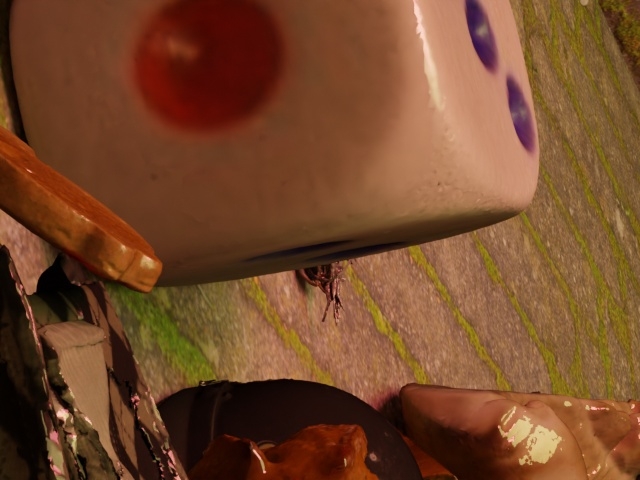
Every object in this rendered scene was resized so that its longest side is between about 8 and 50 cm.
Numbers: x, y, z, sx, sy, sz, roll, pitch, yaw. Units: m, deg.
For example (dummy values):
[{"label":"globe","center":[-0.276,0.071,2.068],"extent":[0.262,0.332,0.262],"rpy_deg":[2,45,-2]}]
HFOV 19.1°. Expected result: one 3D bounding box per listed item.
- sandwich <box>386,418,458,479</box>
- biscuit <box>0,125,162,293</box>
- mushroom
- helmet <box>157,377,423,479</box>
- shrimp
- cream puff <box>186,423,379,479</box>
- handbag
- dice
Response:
[{"label":"sandwich","center":[0.085,0.219,1.717],"extent":[0.187,0.144,0.117],"rpy_deg":[-64,139,-61]},{"label":"biscuit","center":[-0.186,-0.038,1.106],"extent":[0.225,0.036,0.166],"rpy_deg":[36,2,2]},{"label":"mushroom","center":[0.198,0.289,1.946],"extent":[0.397,0.224,0.313],"rpy_deg":[21,71,-58]},{"label":"helmet","center":[-0.006,0.206,1.448],"extent":[0.279,0.160,0.230],"rpy_deg":[41,41,-59]},{"label":"shrimp","center":[0.000,0.000,1.770],"extent":[0.065,0.057,0.165],"rpy_deg":[69,3,-68]},{"label":"cream puff","center":[-0.017,0.247,1.269],"extent":[0.241,0.269,0.155],"rpy_deg":[46,-5,14]},{"label":"handbag","center":[-0.151,0.154,0.999],"extent":[0.416,0.180,0.316],"rpy_deg":[37,37,-84]},{"label":"dice","center":[-0.025,-0.119,1.404],"extent":[0.304,0.304,0.277],"rpy_deg":[-2,78,-71]}]
